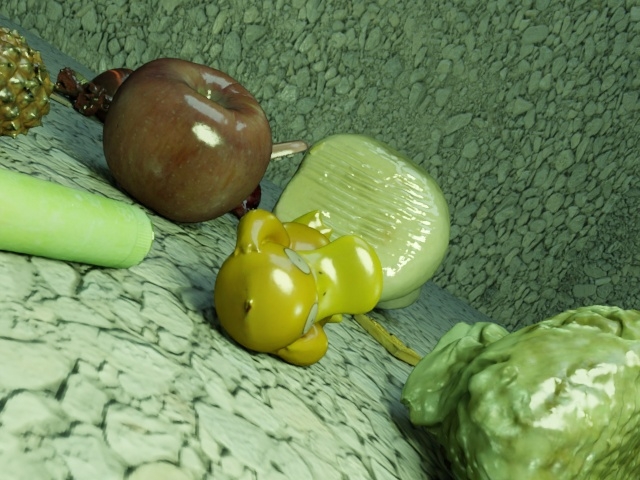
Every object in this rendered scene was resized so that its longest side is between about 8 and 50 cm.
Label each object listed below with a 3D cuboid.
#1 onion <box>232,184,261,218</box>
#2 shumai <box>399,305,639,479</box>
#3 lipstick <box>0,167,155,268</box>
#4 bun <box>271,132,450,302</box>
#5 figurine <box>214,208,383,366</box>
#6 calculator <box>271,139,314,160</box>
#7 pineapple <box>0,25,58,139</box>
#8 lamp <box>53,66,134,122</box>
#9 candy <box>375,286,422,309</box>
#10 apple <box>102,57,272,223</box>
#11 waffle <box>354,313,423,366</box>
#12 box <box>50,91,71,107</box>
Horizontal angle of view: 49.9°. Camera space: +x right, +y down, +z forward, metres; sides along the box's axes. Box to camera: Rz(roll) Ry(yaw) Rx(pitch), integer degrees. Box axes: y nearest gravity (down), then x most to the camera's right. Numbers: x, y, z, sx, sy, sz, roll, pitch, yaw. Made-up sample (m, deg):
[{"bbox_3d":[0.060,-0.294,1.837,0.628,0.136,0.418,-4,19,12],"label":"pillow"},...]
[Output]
[{"bbox_3d":[-0.227,-0.174,1.675,0.349,0.159,0.267,35,9,26],"label":"onion"},{"bbox_3d":[0.210,0.180,0.781,0.330,0.291,0.288,-5,25,-45],"label":"shumai"},{"bbox_3d":[-0.273,-0.025,0.642,0.076,0.076,0.304,36,6,25],"label":"lipstick"},{"bbox_3d":[0.070,-0.033,1.357,0.361,0.361,0.213,35,-13,14],"label":"bun"},{"bbox_3d":[-0.040,0.055,0.857,0.215,0.215,0.228,32,-8,-14],"label":"figurine"},{"bbox_3d":[-0.174,-0.169,1.418,0.330,0.048,0.220,-11,8,-1],"label":"calculator"},{"bbox_3d":[-0.433,-0.205,0.864,0.166,0.166,0.193,34,9,10],"label":"pineapple"},{"bbox_3d":[-0.527,-0.373,1.738,0.215,0.151,0.223,33,7,40],"label":"lamp"},{"bbox_3d":[0.113,0.042,1.582,0.295,0.185,0.295,43,22,-21],"label":"candy"},{"bbox_3d":[-0.229,-0.166,1.167,0.306,0.235,0.305,26,26,-14],"label":"apple"},{"bbox_3d":[0.131,0.186,1.297,0.097,0.023,0.153,30,6,-40],"label":"waffle"},{"bbox_3d":[-0.625,-0.339,1.602,0.083,0.012,0.046,26,10,-49],"label":"box"}]
